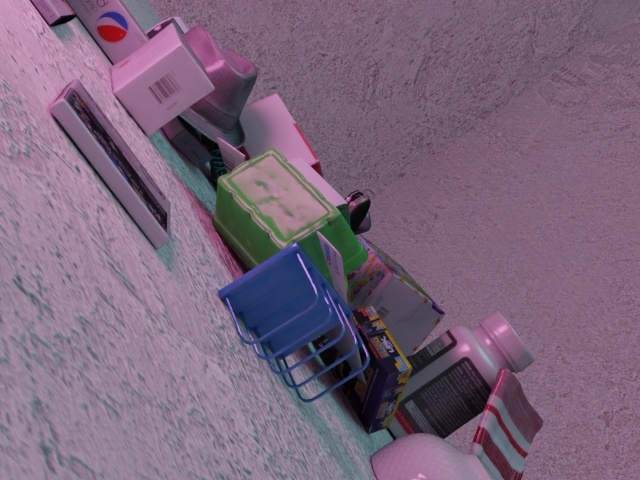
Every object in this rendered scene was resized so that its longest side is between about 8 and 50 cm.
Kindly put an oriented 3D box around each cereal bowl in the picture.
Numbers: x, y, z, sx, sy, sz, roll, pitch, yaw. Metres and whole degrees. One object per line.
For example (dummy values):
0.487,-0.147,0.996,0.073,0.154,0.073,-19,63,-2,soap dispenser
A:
0.226,0.431,1.617,0.339,0.141,0.339,54,2,-3,cereal bowl

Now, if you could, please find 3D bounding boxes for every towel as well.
0.343,0.443,2.055,0.037,0.329,0.237,8,-28,34,towel

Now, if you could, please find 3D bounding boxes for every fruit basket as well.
-0.031,0.029,1.686,0.327,0.165,0.353,46,-13,36,fruit basket

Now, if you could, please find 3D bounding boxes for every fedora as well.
-0.198,-0.298,1.912,0.244,0.124,0.275,38,15,-23,fedora

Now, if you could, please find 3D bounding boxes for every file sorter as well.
-0.027,0.110,1.340,0.170,0.118,0.104,52,7,-46,file sorter

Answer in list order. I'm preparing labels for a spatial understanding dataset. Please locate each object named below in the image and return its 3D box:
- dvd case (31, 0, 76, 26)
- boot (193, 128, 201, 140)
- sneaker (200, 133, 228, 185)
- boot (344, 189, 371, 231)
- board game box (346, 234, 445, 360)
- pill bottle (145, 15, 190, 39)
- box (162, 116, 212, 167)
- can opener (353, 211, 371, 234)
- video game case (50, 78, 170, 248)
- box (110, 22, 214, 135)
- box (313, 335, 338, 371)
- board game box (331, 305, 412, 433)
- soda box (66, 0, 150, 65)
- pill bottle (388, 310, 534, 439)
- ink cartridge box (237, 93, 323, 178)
-0.440,-0.416,1.495,0.253,0.022,0.180,54,3,-14,dvd case
-0.269,-0.278,2.083,0.190,0.086,0.069,55,3,1,boot
-0.186,-0.149,2.010,0.166,0.065,0.076,76,-2,-49,sneaker
-0.030,-0.058,1.806,0.178,0.085,0.236,53,-42,10,boot
0.106,0.109,2.049,0.142,0.144,0.275,36,7,-22,board game box
-0.272,-0.329,2.184,0.245,0.130,0.130,55,3,-1,pill bottle
-0.278,-0.234,1.926,0.186,0.038,0.145,58,3,20,box
0.000,0.000,1.953,0.280,0.074,0.093,-25,-103,57,can opener
-0.233,-0.091,1.196,0.190,0.022,0.173,55,2,-17,video game case
-0.253,-0.258,1.674,0.091,0.130,0.170,53,4,-25,box
0.023,0.189,1.885,0.083,0.052,0.062,56,2,38,box
0.082,0.217,1.766,0.141,0.048,0.170,58,-30,36,board game box
-0.374,-0.394,1.792,0.216,0.074,0.069,54,3,-16,soda box
0.270,0.285,2.158,0.176,0.318,0.176,54,2,-3,pill bottle
-0.076,-0.104,2.126,0.306,0.131,0.226,79,-16,-49,ink cartridge box
